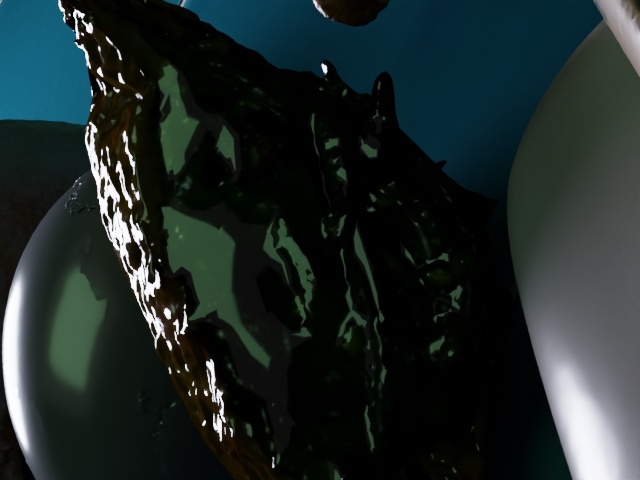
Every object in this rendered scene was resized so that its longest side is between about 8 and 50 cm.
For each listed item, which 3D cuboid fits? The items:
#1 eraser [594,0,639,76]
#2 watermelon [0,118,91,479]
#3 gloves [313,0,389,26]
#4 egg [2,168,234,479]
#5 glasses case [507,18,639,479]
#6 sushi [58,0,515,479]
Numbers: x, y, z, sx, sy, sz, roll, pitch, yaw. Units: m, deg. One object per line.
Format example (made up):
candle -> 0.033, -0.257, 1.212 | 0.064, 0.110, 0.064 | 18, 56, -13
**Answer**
eraser -> 0.156, -0.094, 0.561 | 0.171, 0.087, 0.290 | -15, 31, 1
watermelon -> -0.253, 0.052, 1.295 | 0.264, 0.151, 0.302 | -43, 29, 40
gloves -> 0.043, -0.217, 0.971 | 0.131, 0.140, 0.219 | -73, 0, -77
egg -> -0.073, 0.047, 0.899 | 0.146, 0.146, 0.199 | -41, 38, 44
glasses case -> 0.120, 0.018, 0.588 | 0.113, 0.075, 0.297 | -51, 24, 25
sushi -> -0.001, 0.000, 0.776 | 0.140, 0.149, 0.287 | 108, 140, -67
